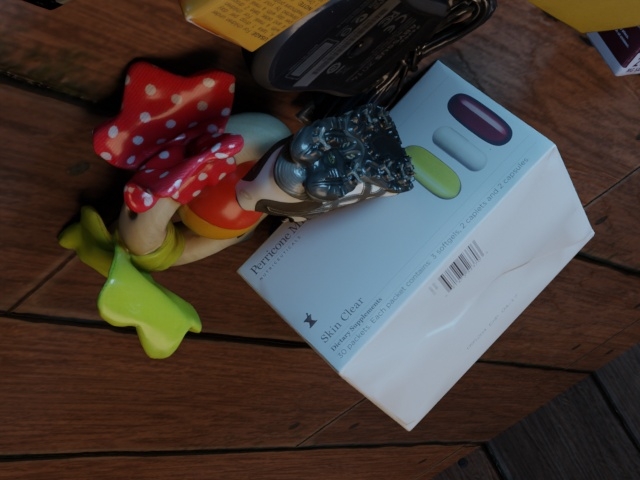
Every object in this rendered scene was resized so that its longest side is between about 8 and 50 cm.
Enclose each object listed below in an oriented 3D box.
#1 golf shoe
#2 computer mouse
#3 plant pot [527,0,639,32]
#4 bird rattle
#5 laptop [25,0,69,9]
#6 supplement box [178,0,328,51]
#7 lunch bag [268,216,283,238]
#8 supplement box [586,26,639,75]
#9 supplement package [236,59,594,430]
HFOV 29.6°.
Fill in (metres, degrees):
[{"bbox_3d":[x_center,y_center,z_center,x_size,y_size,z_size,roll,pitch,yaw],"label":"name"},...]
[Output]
[{"bbox_3d":[0.005,-0.058,0.946,0.094,0.077,0.198,-22,173,28],"label":"golf shoe"},{"bbox_3d":[0.014,-0.160,0.892,0.188,0.072,0.272,-38,167,17],"label":"computer mouse"},{"bbox_3d":[0.196,-0.247,0.754,0.187,0.212,0.212,-26,160,32],"label":"plant pot"},{"bbox_3d":[-0.107,-0.045,0.978,0.207,0.143,0.253,-21,145,-44],"label":"bird rattle"},{"bbox_3d":[-0.072,-0.235,0.442,0.408,0.236,0.382,16,174,-27],"label":"laptop"},{"bbox_3d":[0.017,-0.205,0.702,0.233,0.078,0.080,-30,161,25],"label":"supplement box"},{"bbox_3d":[0.000,0.000,1.189,0.098,0.065,0.067,-15,153,-27],"label":"lunch bag"},{"bbox_3d":[0.347,-0.249,1.044,0.130,0.073,0.239,-10,150,-33],"label":"supplement box"},{"bbox_3d":[0.093,0.011,1.102,0.262,0.145,0.204,-47,149,-2],"label":"supplement package"}]
